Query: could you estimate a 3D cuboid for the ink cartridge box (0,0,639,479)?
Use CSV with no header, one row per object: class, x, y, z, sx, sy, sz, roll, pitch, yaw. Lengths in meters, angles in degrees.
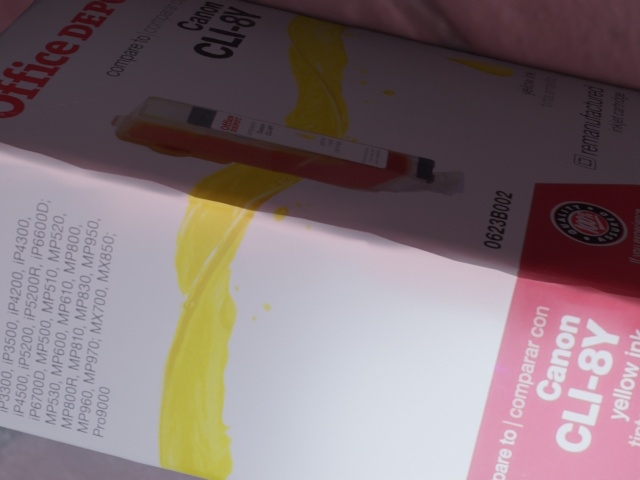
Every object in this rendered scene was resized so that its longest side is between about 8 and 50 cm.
ink cartridge box,0.000,0.000,0.929,0.385,0.279,0.160,13,116,5
